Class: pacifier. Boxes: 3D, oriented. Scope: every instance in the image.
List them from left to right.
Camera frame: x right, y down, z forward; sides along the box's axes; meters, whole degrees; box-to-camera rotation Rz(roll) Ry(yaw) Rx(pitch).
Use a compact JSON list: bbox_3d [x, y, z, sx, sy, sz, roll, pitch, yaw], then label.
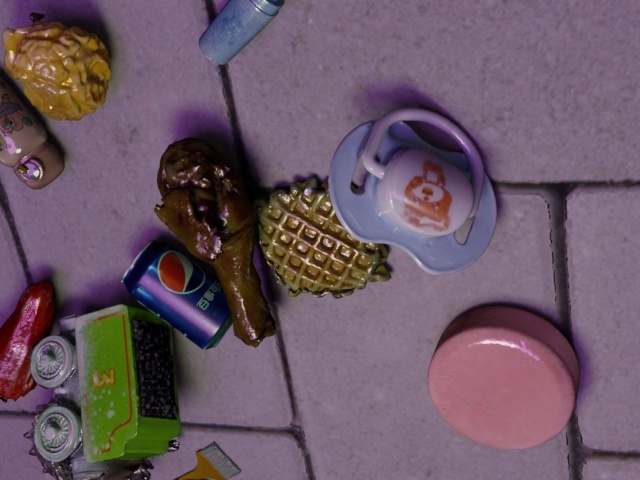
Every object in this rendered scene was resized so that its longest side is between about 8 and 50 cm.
[{"bbox_3d":[0.129,-0.071,1.645,0.279,0.227,0.207,25,160,-16],"label":"pacifier"}]

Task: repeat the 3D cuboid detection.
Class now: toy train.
[{"bbox_3d":[-0.382,0.270,1.949,0.249,0.173,0.307,-15,72,24],"label":"toy train"}]

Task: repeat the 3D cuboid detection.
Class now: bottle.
[{"bbox_3d":[-0.527,-0.181,1.849,0.097,0.110,0.209,-37,101,12],"label":"bottle"}]

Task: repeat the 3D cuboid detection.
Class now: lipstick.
[{"bbox_3d":[-0.079,-0.367,1.598,0.068,0.061,0.274,46,124,-5],"label":"lipstick"}]

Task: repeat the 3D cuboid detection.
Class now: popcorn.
[{"bbox_3d":[-0.419,-0.275,1.726,0.180,0.180,0.170,-22,73,30],"label":"popcorn"}]

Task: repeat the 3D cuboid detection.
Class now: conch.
[{"bbox_3d":[-0.434,0.390,2.118,0.313,0.186,0.240,14,106,29],"label":"conch"}]

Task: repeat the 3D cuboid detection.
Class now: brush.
[{"bbox_3d":[-0.253,0.472,2.173,0.205,0.011,0.083,-34,103,33],"label":"brush"}]

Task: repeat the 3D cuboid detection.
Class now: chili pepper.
[{"bbox_3d":[-0.554,0.170,2.054,0.136,0.144,0.252,39,114,20],"label":"chili pepper"}]

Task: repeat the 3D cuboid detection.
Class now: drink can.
[{"bbox_3d":[-0.240,0.093,1.890,0.205,0.118,0.118,35,125,-1],"label":"drink can"}]

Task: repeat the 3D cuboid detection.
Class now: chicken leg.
[{"bbox_3d":[-0.152,0.005,1.732,0.140,0.211,0.361,-21,95,10],"label":"chicken leg"}]

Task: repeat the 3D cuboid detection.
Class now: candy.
[{"bbox_3d":[0.303,0.230,1.769,0.255,0.094,0.255,9,120,16],"label":"candy"}]

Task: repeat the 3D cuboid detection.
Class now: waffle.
[{"bbox_3d":[0.000,0.000,1.780,0.208,0.054,0.214,-11,110,23],"label":"waffle"}]
